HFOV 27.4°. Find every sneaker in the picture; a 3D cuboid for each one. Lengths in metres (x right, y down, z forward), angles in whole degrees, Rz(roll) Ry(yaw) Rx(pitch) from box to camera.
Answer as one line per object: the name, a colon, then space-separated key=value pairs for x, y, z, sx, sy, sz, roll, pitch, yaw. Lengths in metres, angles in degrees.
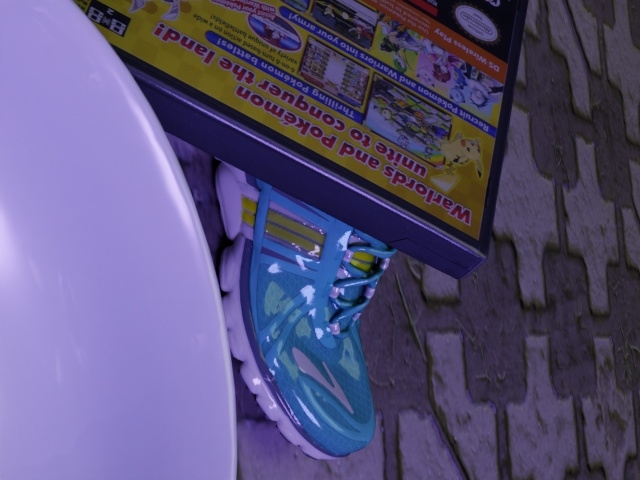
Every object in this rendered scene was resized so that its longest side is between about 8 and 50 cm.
sneaker: x=0.000 y=0.000 z=0.804 sx=0.107 sy=0.110 sz=0.275 roll=-12 pitch=95 yaw=-63

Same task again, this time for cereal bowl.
cereal bowl: x=-0.172 y=0.062 z=0.425 sx=0.339 sy=0.141 sz=0.339 roll=25 pitch=62 yaw=-59

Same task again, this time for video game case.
video game case: x=-0.008 y=-0.138 z=0.748 sx=0.275 sy=0.035 sz=0.248 roll=27 pitch=52 yaw=-17
